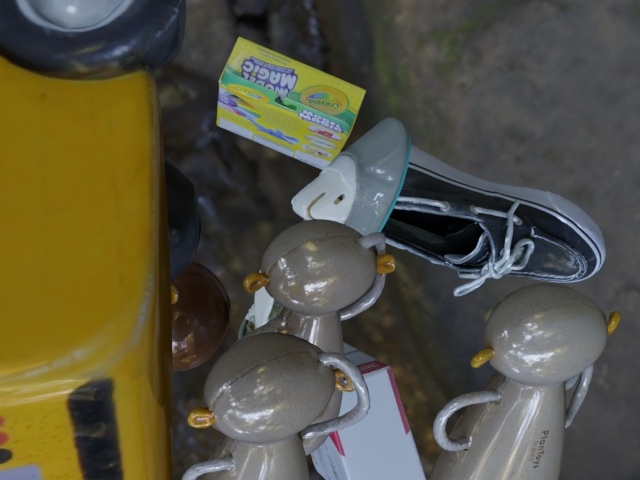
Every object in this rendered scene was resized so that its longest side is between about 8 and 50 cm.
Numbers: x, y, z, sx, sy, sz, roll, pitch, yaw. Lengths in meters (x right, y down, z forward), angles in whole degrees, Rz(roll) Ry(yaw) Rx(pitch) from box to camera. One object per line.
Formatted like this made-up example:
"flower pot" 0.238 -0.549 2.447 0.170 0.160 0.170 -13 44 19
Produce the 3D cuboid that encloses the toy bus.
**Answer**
"toy bus" -0.112 -0.075 0.422 0.108 0.130 0.332 94 163 -57

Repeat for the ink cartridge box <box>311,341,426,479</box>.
"ink cartridge box" 0.026 0.151 1.258 0.150 0.063 0.109 -160 51 -76

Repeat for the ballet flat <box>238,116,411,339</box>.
"ballet flat" 0.000 0.000 1.144 0.072 0.068 0.213 37 105 55

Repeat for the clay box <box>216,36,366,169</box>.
"clay box" -0.031 -0.127 1.426 0.127 0.053 0.222 23 171 -2

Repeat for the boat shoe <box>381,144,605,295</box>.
"boat shoe" 0.163 -0.005 1.547 0.306 0.105 0.113 25 131 -25

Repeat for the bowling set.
"bowling set" -0.051 0.050 0.617 0.200 0.287 0.154 55 148 39
